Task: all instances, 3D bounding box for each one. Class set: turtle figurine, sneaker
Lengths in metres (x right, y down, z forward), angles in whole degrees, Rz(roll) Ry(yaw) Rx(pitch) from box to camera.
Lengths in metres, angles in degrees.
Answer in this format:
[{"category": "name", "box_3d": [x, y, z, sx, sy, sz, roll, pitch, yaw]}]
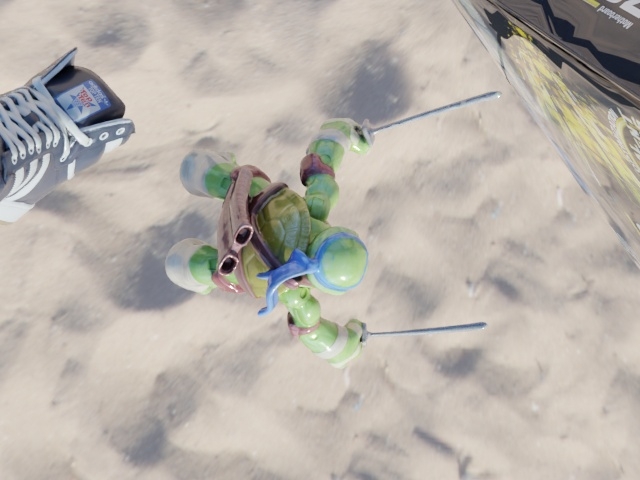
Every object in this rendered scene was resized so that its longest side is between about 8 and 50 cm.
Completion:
[{"category": "turtle figurine", "box_3d": [0.000, 0.000, 1.127, 0.274, 0.266, 0.198, -33, 118, -30]}, {"category": "sneaker", "box_3d": [-0.241, -0.087, 1.025, 0.153, 0.282, 0.099, -36, 91, 0]}]

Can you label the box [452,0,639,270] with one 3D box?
[{"category": "box", "box_3d": [0.244, -0.017, 0.750, 0.097, 0.318, 0.395, -38, 125, 5]}]
